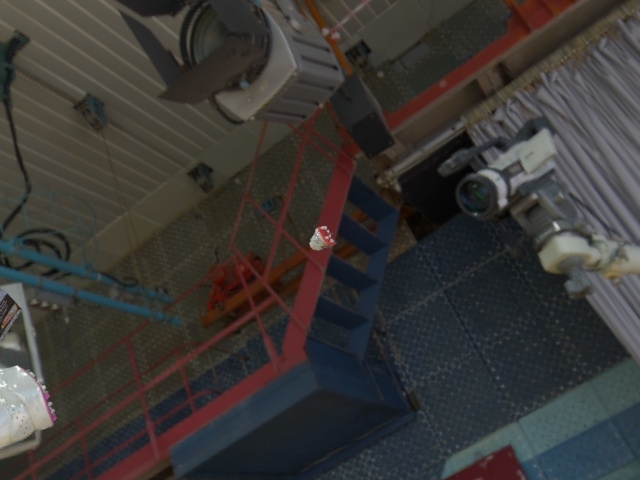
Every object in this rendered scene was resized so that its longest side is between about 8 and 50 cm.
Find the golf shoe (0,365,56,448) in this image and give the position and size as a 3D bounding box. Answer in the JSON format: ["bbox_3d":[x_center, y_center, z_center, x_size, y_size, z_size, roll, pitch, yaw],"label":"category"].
[{"bbox_3d":[-0.562,0.247,1.127,0.140,0.306,0.115,-36,-54,-40],"label":"golf shoe"}]

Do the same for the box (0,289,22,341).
[{"bbox_3d":[-0.766,0.135,1.402,0.247,0.163,0.142,26,-22,0],"label":"box"}]

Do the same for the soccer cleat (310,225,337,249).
[{"bbox_3d":[0.000,0.000,0.992,0.035,0.029,0.083,-26,-9,7],"label":"soccer cleat"}]
